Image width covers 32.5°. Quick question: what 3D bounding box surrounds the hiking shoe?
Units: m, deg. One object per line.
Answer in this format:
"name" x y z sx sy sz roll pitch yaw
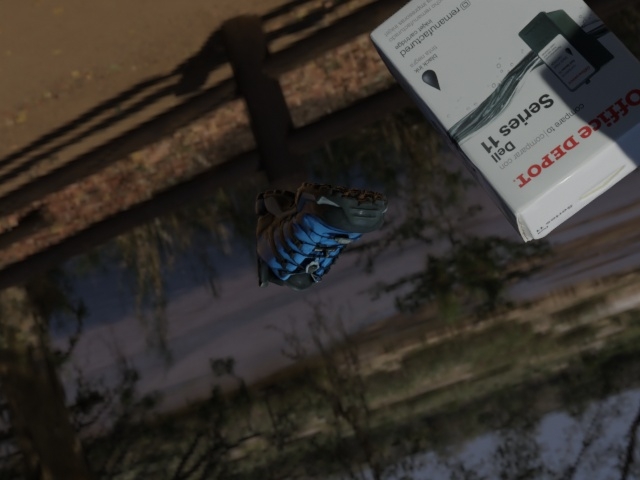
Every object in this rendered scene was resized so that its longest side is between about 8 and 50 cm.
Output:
"hiking shoe" 0.000 0.000 1.397 0.113 0.132 0.304 7 175 -20

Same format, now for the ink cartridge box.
"ink cartridge box" 0.163 -0.127 0.896 0.153 0.208 0.087 -38 158 5
